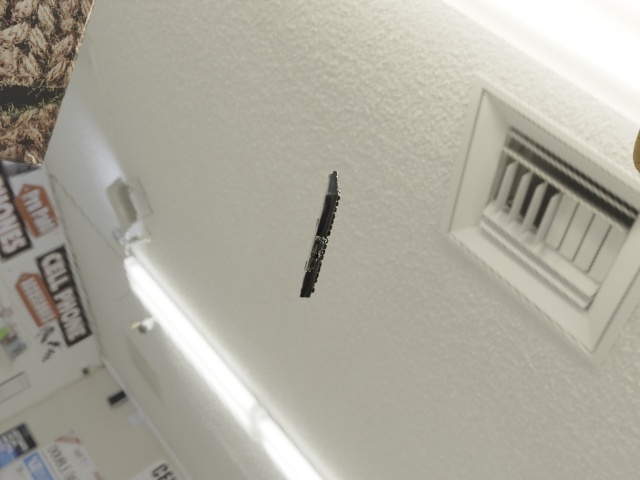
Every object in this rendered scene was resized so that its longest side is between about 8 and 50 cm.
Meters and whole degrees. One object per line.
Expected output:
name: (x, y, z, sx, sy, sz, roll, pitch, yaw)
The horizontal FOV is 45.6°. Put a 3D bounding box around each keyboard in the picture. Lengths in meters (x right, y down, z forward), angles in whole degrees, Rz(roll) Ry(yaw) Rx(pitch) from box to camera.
keyboard: (0.000, 0.000, 1.090, 0.023, 0.108, 0.180, 13, -58, -2)

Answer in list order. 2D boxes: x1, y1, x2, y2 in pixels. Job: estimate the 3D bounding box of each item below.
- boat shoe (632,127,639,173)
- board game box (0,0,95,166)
boat shoe: (0.335, -0.176, 0.623, 0.098, 0.096, 0.277, 23, -47, 11)
board game box: (-0.265, -0.221, 0.479, 0.141, 0.232, 0.291, 31, -75, 38)
